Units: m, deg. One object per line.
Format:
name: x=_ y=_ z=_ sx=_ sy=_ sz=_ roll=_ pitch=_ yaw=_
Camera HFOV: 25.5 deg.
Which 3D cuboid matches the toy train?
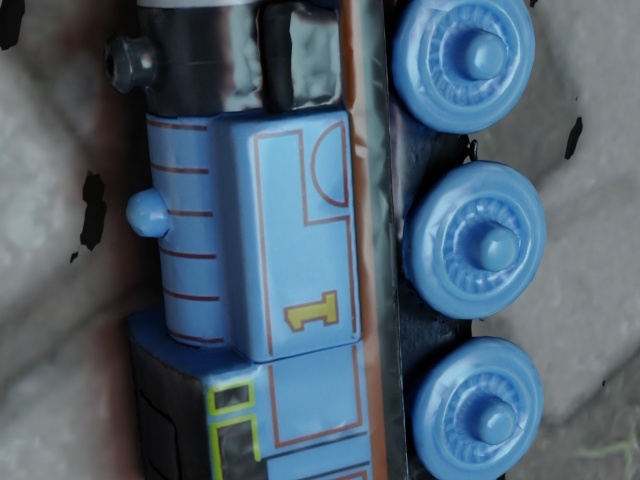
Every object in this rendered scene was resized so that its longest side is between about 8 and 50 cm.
toy train: x=0.000 y=0.000 z=0.376 sx=0.105 sy=0.080 sz=0.184 roll=-12 pitch=108 yaw=-26
